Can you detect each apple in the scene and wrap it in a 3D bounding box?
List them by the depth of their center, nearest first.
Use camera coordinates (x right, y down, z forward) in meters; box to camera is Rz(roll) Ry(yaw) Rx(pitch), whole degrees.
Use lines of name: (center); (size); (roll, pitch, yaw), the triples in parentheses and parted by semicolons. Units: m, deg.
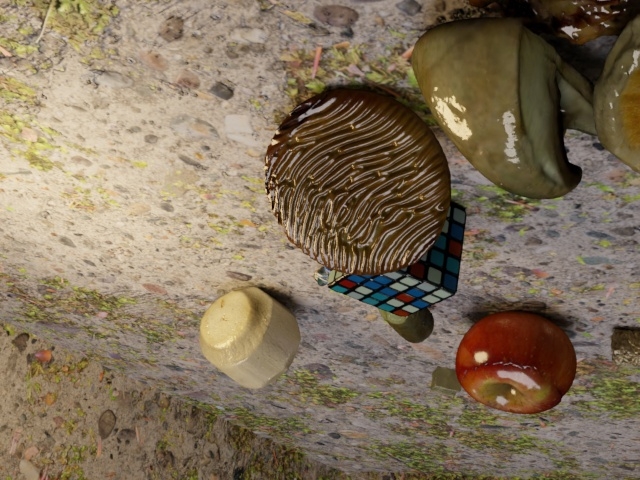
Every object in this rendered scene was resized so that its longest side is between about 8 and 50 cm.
apple: (0.453, 0.277, 1.811); (0.251, 0.206, 0.272); (38, 142, -23)

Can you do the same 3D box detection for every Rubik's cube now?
Rubik's cube: (0.143, 0.015, 1.448); (0.182, 0.187, 0.184); (22, 155, -19)

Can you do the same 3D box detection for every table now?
table: (0.367, 0.418, 2.274); (0.079, 0.062, 0.083); (13, 154, 0)

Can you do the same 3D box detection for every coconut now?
coconut: (-0.173, 0.255, 2.008); (0.237, 0.237, 0.266); (-5, 142, 32)

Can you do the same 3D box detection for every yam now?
yam: (0.186, 0.151, 1.793); (0.106, 0.106, 0.259); (-3, 151, 28)

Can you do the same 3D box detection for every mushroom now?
mushroom: (0.233, -0.159, 1.027); (0.217, 0.212, 0.292); (3, -179, 45)

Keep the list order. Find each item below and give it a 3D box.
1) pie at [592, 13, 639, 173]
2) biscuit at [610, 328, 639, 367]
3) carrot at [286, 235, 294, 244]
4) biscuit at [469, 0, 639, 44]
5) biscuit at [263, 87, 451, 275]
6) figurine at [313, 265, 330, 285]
pie: (0.486, -0.195, 0.927); (0.339, 0.077, 0.339); (-6, 150, -3)
biscuit: (0.743, 0.246, 1.751); (0.168, 0.082, 0.070); (3, 150, 19)
carrot: (0.000, 0.000, 1.634); (0.161, 0.055, 0.055); (21, 153, -32)
biscuit: (0.273, -0.331, 0.832); (0.289, 0.081, 0.334); (1, 150, 19)
biscuit: (0.054, -0.086, 1.248); (0.317, 0.040, 0.318); (9, 116, 19)
figurine: (0.034, 0.076, 1.740); (0.077, 0.079, 0.136); (-22, 163, -28)
